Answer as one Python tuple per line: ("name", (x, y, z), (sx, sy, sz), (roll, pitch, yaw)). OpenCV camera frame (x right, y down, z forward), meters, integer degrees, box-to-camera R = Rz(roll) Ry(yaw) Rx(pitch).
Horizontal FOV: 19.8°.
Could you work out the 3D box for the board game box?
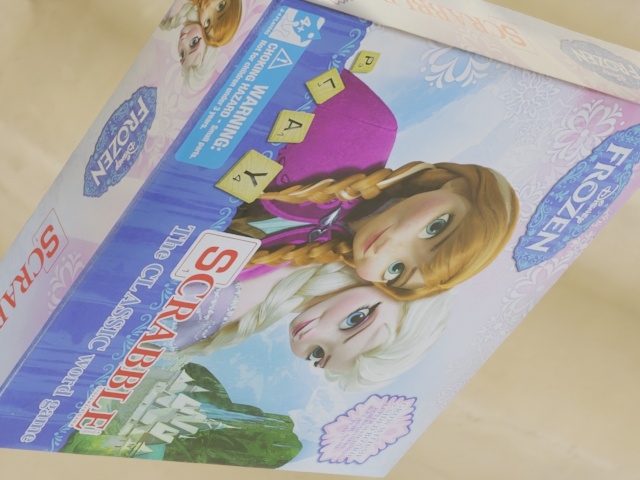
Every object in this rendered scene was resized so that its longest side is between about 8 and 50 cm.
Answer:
("board game box", (0.000, 0.000, 1.015), (0.318, 0.319, 0.066), (10, -141, -41))
